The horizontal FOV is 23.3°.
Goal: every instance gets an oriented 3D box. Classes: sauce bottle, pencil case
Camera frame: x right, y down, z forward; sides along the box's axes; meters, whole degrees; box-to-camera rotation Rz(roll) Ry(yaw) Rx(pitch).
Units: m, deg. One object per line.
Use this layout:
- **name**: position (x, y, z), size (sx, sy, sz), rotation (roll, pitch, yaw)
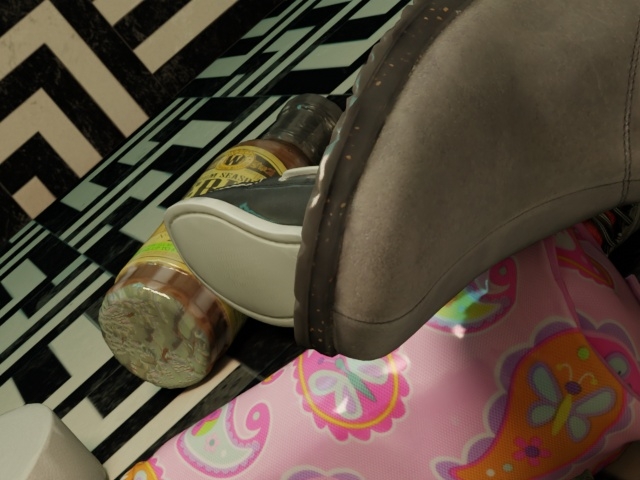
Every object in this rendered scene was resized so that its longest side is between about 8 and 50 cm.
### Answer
- **sauce bottle**: position (-0.070, -0.016, 1.361), size (0.111, 0.111, 0.344), rotation (-28, 19, 38)
- **pencil case**: position (0.029, 0.101, 0.743), size (0.284, 0.124, 0.124), rotation (-35, 15, 22)

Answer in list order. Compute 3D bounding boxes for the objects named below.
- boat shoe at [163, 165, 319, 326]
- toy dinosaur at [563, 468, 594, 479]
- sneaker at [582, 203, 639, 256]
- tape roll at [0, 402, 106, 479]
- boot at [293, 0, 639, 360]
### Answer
- **boat shoe**: position (0.000, 0.000, 1.118), size (0.091, 0.114, 0.302), rotation (-42, 33, -27)
- **toy dinosaur**: position (0.052, 0.176, 0.583), size (0.118, 0.064, 0.268), rotation (-25, 22, 25)
- **sneaker**: position (0.138, 0.003, 0.876), size (0.225, 0.088, 0.093), rotation (-39, 35, 4)
- **tape roll**: position (-0.334, 0.284, 1.202), size (0.392, 0.072, 0.392), rotation (-38, 15, 12)
- **boot**: position (0.155, -0.040, 0.631), size (0.338, 0.223, 0.118), rotation (-47, -26, -37)
